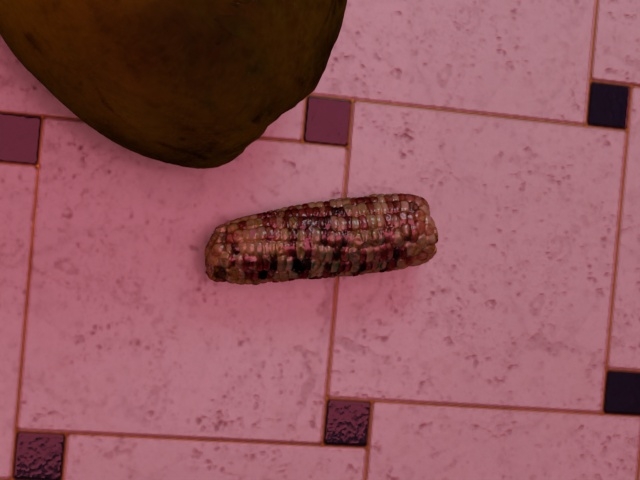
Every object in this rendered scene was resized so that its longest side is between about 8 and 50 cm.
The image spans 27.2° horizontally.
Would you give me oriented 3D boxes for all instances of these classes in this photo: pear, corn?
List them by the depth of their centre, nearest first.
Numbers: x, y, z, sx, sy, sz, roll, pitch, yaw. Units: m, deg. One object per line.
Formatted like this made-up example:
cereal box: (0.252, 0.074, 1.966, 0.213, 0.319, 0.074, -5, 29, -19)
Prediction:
pear: (-0.144, -0.271, 1.245, 0.352, 0.352, 0.413, -36, 108, -10)
corn: (0.000, 0.000, 1.405, 0.253, 0.086, 0.086, -8, 93, -10)
